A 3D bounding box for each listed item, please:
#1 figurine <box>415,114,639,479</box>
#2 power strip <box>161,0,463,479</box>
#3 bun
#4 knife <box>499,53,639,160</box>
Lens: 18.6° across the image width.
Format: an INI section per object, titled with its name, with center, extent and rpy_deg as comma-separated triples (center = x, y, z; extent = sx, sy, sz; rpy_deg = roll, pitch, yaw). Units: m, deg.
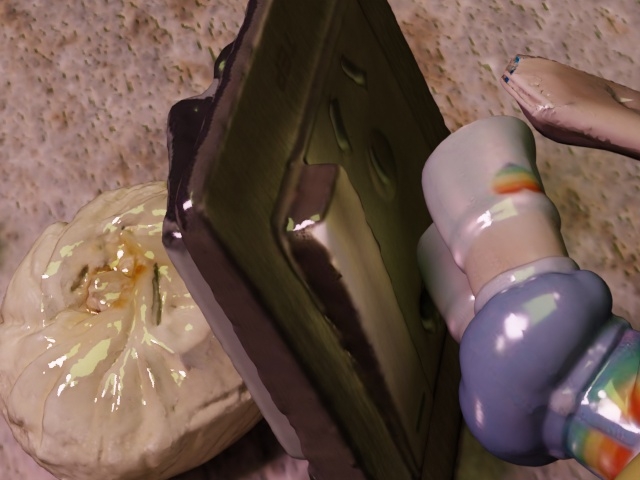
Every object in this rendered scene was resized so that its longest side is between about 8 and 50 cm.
[figurine]
center = 0.132, 0.119, 0.777
extent = 0.205, 0.224, 0.382
rpy_deg = -17, 34, -19
[power strip]
center = -0.002, 0.001, 0.914
extent = 0.092, 0.257, 0.251
rpy_deg = -14, 37, 18
[bun]
center = -0.087, 0.040, 0.988
extent = 0.164, 0.111, 0.188
rpy_deg = 28, 52, 31
[knife]
center = 0.250, -0.017, 0.921
extent = 0.365, 0.043, 0.089
rpy_deg = 17, 15, -12
